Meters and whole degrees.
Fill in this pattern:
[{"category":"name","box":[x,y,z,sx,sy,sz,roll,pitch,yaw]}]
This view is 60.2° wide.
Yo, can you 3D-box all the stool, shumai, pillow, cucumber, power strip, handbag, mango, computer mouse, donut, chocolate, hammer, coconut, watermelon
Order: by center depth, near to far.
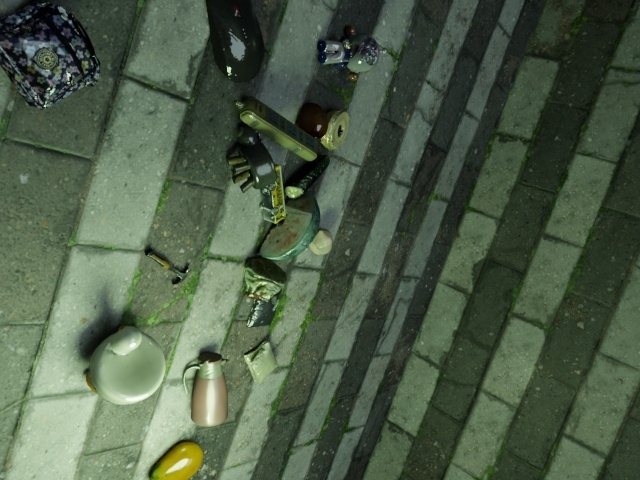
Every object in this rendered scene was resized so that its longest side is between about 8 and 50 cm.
[{"category":"handbag","box":[-0.645,-0.440,1.308,0.208,0.126,0.229,-44,131,-25]},{"category":"computer mouse","box":[-0.254,-0.636,1.718,0.168,0.087,0.296,-34,132,-31]},{"category":"hammer","box":[-0.518,0.087,1.855,0.078,0.021,0.201,-57,143,-11]},{"category":"stool","box":[-0.247,-0.272,1.911,0.139,0.228,0.153,-24,173,-17]},{"category":"power strip","box":[-0.149,-0.397,1.938,0.387,0.066,0.092,25,53,-42]},{"category":"chocolate","box":[-0.033,-0.456,2.104,0.124,0.127,0.133,-52,142,-74]},{"category":"mango","box":[-0.565,0.890,2.177,0.221,0.120,0.152,-36,132,-24]},{"category":"shumai","box":[-0.228,0.166,2.179,0.184,0.184,0.142,2,131,-52]},{"category":"watermelon","box":[-0.077,-0.033,2.201,0.175,0.188,0.322,33,85,-52]},{"category":"cucumber","box":[-0.045,-0.265,2.209,0.241,0.074,0.075,-49,141,-24]},{"category":"donut","box":[0.053,-0.448,2.214,0.175,0.068,0.175,-50,151,-41]},{"category":"pillow","box":[-0.227,0.263,2.298,0.141,0.055,0.209,6,105,-43]},{"category":"coconut","box":[0.000,0.000,2.390,0.110,0.110,0.125,-42,145,-29]},{"category":"pillow","box":[-0.253,0.533,2.397,0.134,0.077,0.182,-41,139,-30]}]

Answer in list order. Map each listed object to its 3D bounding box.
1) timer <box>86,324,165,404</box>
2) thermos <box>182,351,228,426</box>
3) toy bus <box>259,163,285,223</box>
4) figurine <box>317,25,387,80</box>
[{"category":"timer","box":[-0.602,0.392,1.742,0.233,0.240,0.234,19,58,-32]},{"category":"thermos","box":[-0.443,0.568,2.142,0.176,0.146,0.265,-4,107,-23]},{"category":"toy bus","box":[-0.188,-0.180,2.076,0.074,0.081,0.227,-36,132,-41]},{"category":"figurine","box":[0.114,-0.729,2.106,0.274,0.133,0.194,14,87,-40]}]
